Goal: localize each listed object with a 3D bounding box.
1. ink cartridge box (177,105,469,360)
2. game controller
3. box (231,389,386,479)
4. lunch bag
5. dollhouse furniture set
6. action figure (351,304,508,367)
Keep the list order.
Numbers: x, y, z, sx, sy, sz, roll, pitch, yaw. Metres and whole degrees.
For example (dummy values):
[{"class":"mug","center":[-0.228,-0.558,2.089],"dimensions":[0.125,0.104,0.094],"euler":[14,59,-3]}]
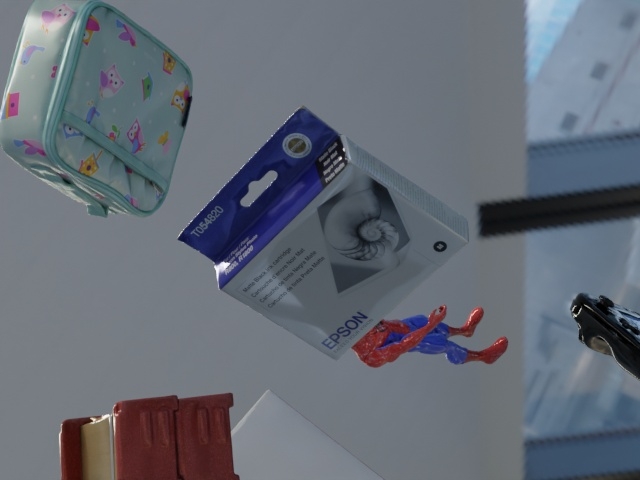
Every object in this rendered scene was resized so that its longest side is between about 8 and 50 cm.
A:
[{"class":"ink cartridge box","center":[0.000,0.000,1.489],"dimensions":[0.223,0.224,0.045],"euler":[-45,24,30]},{"class":"game controller","center":[0.426,0.140,1.742],"dimensions":[0.319,0.166,0.067],"euler":[18,-79,-49]},{"class":"box","center":[-0.091,0.408,2.024],"dimensions":[0.168,0.215,0.345],"euler":[-48,-7,-43]},{"class":"lunch bag","center":[-0.264,-0.151,1.747],"dimensions":[0.279,0.108,0.224],"euler":[35,-117,-60]},{"class":"dollhouse furniture set","center":[-0.203,0.380,1.720],"dimensions":[0.152,0.201,0.374],"euler":[3,-103,-30]},{"class":"action figure","center":[0.133,0.092,1.806],"dimensions":[0.280,0.091,0.139],"euler":[0,-51,-41]}]
